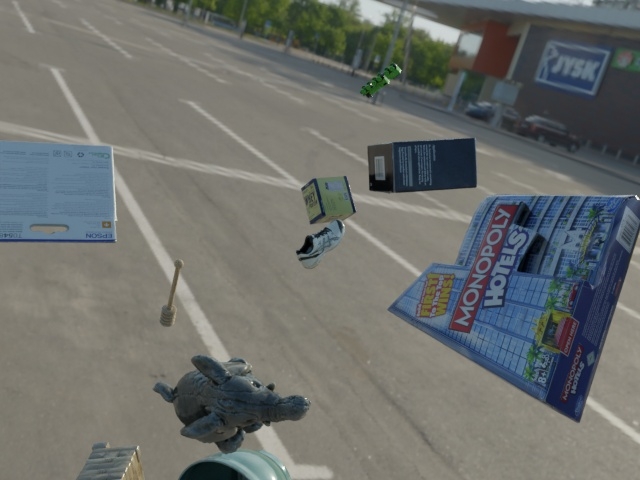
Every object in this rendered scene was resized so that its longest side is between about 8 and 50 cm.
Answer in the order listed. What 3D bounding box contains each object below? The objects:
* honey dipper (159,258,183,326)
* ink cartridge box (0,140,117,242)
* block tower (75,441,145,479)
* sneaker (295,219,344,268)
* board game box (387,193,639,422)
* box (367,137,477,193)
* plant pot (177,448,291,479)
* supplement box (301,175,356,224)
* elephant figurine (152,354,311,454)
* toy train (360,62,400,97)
[{"bbox_3d":[-0.286,0.100,1.396,0.031,0.160,0.030,13,33,-8],"label":"honey dipper"},{"bbox_3d":[-0.473,-0.076,1.256,0.223,0.045,0.224,1,54,-20],"label":"ink cartridge box"},{"bbox_3d":[-0.387,0.480,1.234,0.097,0.090,0.335,-5,20,2],"label":"block tower"},{"bbox_3d":[0.000,0.000,0.990,0.032,0.083,0.037,26,-18,48],"label":"sneaker"},{"bbox_3d":[0.160,0.039,0.641,0.060,0.194,0.194,33,-17,-36],"label":"board game box"},{"bbox_3d":[0.183,-0.138,1.324,0.158,0.093,0.156,-4,6,-13],"label":"box"},{"bbox_3d":[-0.190,0.644,1.803,0.293,0.293,0.196,24,21,22],"label":"plant pot"},{"bbox_3d":[0.016,-0.083,1.483,0.083,0.083,0.056,-7,-14,-30],"label":"supplement box"},{"bbox_3d":[-0.147,0.249,1.140,0.169,0.186,0.239,58,-16,6],"label":"elephant figurine"},{"bbox_3d":[0.101,-0.269,1.218,0.024,0.083,0.017,40,39,-21],"label":"toy train"}]
